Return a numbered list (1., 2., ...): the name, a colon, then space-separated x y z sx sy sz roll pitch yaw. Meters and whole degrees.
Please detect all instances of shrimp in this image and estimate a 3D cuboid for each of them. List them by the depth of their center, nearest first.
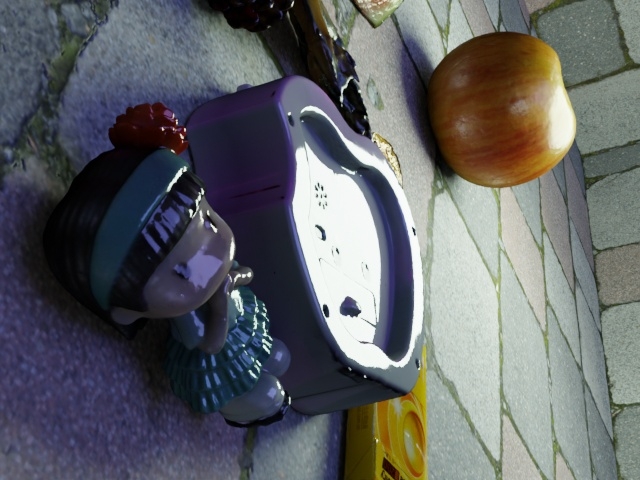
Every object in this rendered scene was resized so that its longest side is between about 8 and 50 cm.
1. shrimp: 0.015 -0.188 0.999 0.222 0.054 0.290 -107 174 -57

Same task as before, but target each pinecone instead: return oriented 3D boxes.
1. pinecone: -0.066 -0.259 0.874 0.109 0.102 0.102 -64 137 -82

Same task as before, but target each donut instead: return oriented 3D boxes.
1. donut: 0.076 -0.104 1.168 0.083 0.038 0.067 29 53 -52

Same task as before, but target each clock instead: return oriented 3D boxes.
1. clock: 0.000 0.000 0.862 0.338 0.102 0.338 45 37 -49

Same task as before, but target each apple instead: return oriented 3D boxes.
1. apple: 0.320 -0.226 1.534 0.286 0.233 0.286 47 35 -48

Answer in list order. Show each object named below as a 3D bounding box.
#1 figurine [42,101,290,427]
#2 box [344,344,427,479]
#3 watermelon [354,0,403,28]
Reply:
1. figurine: -0.098 0.031 0.631 0.138 0.110 0.245 -82 153 -45
2. box: 0.079 0.200 0.987 0.152 0.043 0.269 52 32 -41
3. watermelon: 0.040 -0.464 1.259 0.128 0.159 0.303 44 4 33
